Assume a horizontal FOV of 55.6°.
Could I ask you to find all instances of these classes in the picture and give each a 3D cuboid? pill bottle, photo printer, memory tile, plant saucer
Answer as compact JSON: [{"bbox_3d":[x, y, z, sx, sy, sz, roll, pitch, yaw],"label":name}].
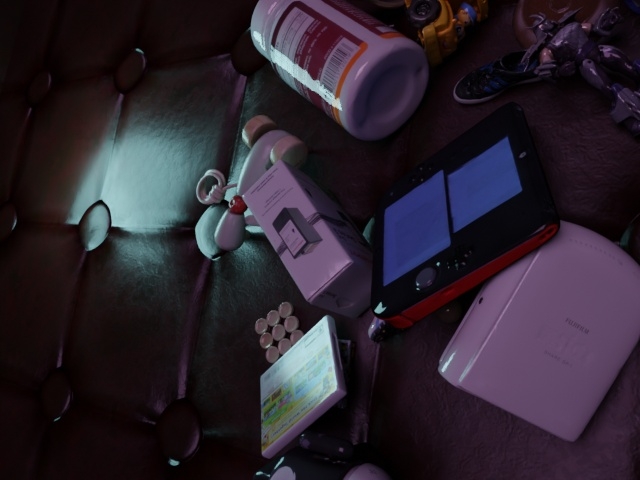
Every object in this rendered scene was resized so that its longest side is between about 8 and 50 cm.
[{"bbox_3d":[0.027,-0.404,1.325,0.224,0.224,0.392,-52,55,10],"label":"pill bottle"},{"bbox_3d":[0.363,0.130,0.948,0.307,0.256,0.107,-60,15,4],"label":"photo printer"},{"bbox_3d":[-0.084,0.220,1.348,0.113,0.012,0.148,-37,60,19],"label":"memory tile"},{"bbox_3d":[0.465,-0.451,1.168,0.199,0.036,0.198,-10,71,31],"label":"plant saucer"}]

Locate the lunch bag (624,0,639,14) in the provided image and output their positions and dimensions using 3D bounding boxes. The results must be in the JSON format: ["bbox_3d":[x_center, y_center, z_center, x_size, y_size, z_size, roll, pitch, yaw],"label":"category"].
[{"bbox_3d":[0.552,-0.525,0.954,0.239,0.328,0.385,-28,64,31],"label":"lunch bag"}]

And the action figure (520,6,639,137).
[{"bbox_3d":[0.478,-0.313,1.050,0.285,0.099,0.185,43,86,17],"label":"action figure"}]

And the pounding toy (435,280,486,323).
[{"bbox_3d":[0.315,0.087,1.066,0.237,0.110,0.182,14,84,35],"label":"pounding toy"}]

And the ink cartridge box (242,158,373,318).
[{"bbox_3d":[0.000,0.000,1.237,0.121,0.211,0.289,-43,59,14],"label":"ink cartridge box"}]

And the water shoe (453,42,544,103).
[{"bbox_3d":[0.348,-0.332,1.182,0.203,0.080,0.072,-16,68,29],"label":"water shoe"}]

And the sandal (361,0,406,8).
[{"bbox_3d":[0.121,-0.556,1.345,0.049,0.180,0.072,116,151,-45],"label":"sandal"}]

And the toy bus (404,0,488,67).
[{"bbox_3d":[0.277,-0.499,1.254,0.212,0.149,0.220,-15,70,12],"label":"toy bus"}]

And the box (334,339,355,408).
[{"bbox_3d":[0.020,0.272,1.255,0.094,0.027,0.136,-1,76,34],"label":"box"}]

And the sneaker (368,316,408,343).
[{"bbox_3d":[0.162,0.093,1.183,0.086,0.085,0.237,36,95,41],"label":"sneaker"}]

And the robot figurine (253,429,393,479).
[{"bbox_3d":[0.012,0.478,1.119,0.278,0.209,0.173,0,47,34],"label":"robot figurine"}]

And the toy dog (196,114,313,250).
[{"bbox_3d":[-0.126,-0.132,1.420,0.334,0.161,0.220,-42,60,34],"label":"toy dog"}]

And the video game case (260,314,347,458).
[{"bbox_3d":[-0.041,0.287,1.209,0.227,0.026,0.206,-45,27,22],"label":"video game case"}]

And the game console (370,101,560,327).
[{"bbox_3d":[0.226,-0.052,1.057,0.342,0.060,0.386,-40,25,32],"label":"game console"}]
